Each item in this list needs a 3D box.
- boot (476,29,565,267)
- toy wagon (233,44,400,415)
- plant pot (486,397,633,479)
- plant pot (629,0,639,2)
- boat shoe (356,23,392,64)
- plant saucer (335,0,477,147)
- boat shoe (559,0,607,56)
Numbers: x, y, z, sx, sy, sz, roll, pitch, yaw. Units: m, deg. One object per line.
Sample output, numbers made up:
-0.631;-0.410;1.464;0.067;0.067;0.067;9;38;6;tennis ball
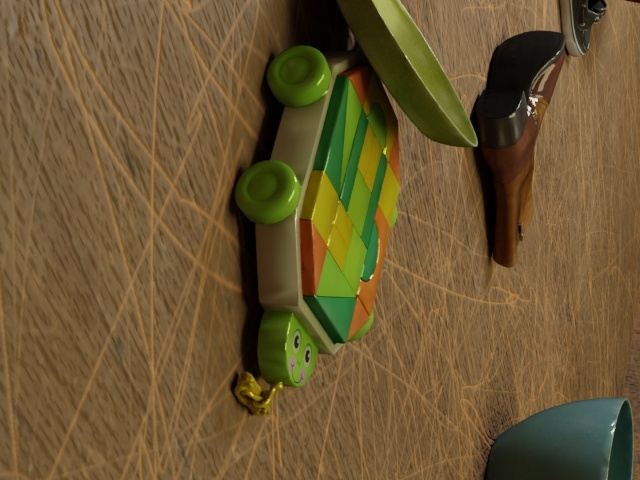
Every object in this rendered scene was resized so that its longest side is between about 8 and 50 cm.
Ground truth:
0.309;-0.141;2.019;0.264;0.096;0.280;-66;152;-43;boot
0.000;0.000;1.257;0.267;0.068;0.344;58;40;-56;toy wagon
0.366;0.379;2.110;0.290;0.195;0.290;4;90;-69;plant pot
0.617;-0.593;2.571;0.235;0.267;0.267;-66;154;-15;plant pot
0.050;-0.188;1.411;0.035;0.035;0.100;56;48;-62;boat shoe
0.074;-0.185;1.318;0.241;0.037;0.241;54;14;-21;plant saucer
0.471;-0.420;2.428;0.228;0.076;0.080;73;29;-42;boat shoe
